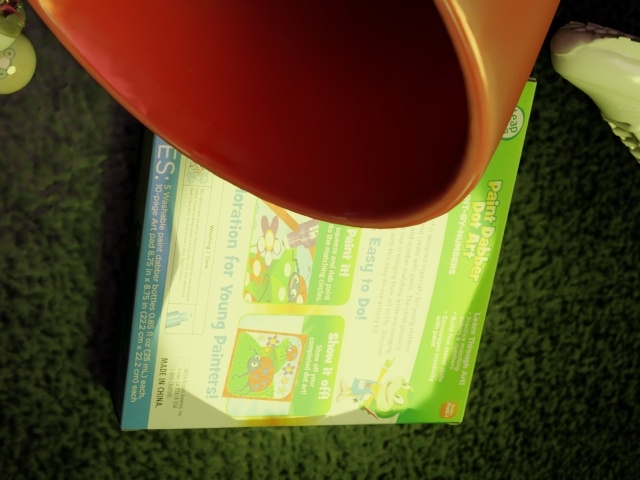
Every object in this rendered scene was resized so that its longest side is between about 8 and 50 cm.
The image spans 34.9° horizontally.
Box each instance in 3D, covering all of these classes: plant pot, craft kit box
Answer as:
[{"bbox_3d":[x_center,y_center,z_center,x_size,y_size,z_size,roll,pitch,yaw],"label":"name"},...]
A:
[{"bbox_3d":[0.013,-0.184,0.478,0.275,0.275,0.243,49,64,-27],"label":"plant pot"},{"bbox_3d":[0.000,0.000,0.662,0.246,0.061,0.250,4,107,-19],"label":"craft kit box"}]

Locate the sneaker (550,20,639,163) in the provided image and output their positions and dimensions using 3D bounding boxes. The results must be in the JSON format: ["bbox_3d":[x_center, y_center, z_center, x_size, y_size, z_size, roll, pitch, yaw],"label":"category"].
[{"bbox_3d":[0.251,-0.082,0.712,0.235,0.090,0.095,18,111,-23],"label":"sneaker"}]

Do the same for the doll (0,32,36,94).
[{"bbox_3d":[-0.243,-0.119,0.531,0.189,0.046,0.129,17,90,-24],"label":"doll"}]

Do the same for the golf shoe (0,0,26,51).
[{"bbox_3d":[-0.236,-0.127,0.480,0.186,0.067,0.086,21,115,-25],"label":"golf shoe"}]
